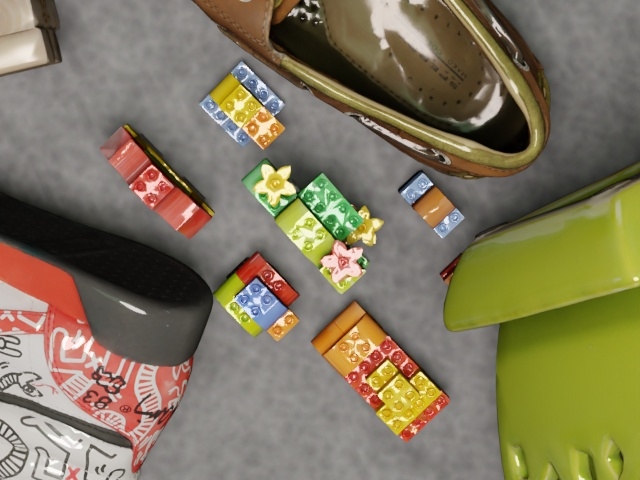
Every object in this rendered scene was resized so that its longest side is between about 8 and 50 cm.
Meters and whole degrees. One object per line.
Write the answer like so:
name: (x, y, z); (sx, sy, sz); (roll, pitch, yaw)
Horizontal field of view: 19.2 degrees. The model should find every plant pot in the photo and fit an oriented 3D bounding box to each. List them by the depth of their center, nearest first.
plant pot: (0.199, 0.052, 0.839); (0.228, 0.227, 0.207); (-24, 90, -20)

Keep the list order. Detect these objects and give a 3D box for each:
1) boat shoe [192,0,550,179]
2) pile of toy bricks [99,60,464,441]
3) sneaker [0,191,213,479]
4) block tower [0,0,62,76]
boat shoe: (-0.013, -0.139, 0.866); (0.307, 0.104, 0.110); (33, 98, -15)
pile of toy bricks: (0.000, 0.000, 0.909); (0.118, 0.105, 0.212); (-45, 95, 3)
sneaker: (-0.195, 0.037, 0.918); (0.270, 0.090, 0.145); (24, 111, 8)
block tower: (-0.210, -0.237, 0.890); (0.097, 0.091, 0.335); (-13, 95, 0)
